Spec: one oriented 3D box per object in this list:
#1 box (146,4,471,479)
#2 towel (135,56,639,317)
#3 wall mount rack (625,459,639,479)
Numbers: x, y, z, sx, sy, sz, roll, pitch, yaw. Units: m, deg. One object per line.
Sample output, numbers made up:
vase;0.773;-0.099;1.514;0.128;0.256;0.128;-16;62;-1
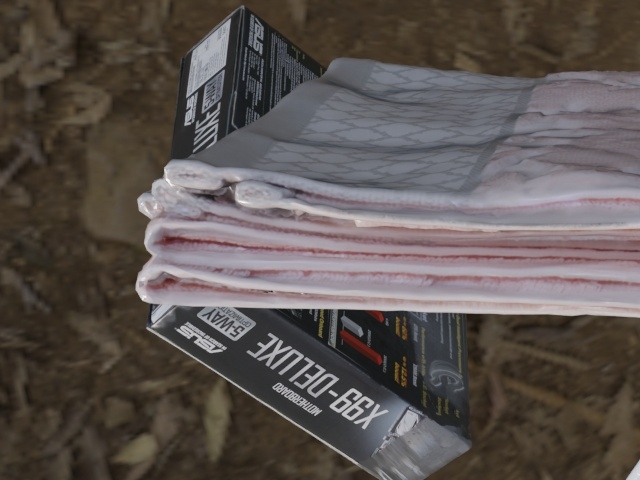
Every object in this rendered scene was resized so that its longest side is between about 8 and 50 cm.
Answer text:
box;0.000;0.000;1.416;0.242;0.307;0.076;35;124;-27
towel;0.127;-0.029;0.681;0.317;0.332;0.053;1;101;11
wall mount rack;0.208;0.141;0.981;0.130;0.304;0.350;-24;45;-7
